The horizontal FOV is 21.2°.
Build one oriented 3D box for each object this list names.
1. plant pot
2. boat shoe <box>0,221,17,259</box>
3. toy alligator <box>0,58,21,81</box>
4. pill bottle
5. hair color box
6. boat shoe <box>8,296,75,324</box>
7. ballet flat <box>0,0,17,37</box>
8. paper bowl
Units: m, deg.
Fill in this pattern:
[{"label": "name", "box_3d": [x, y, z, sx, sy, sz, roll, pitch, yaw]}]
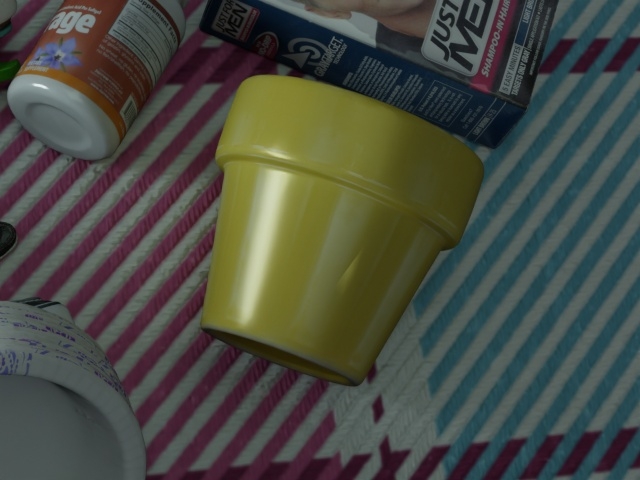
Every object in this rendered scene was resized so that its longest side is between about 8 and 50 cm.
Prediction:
[{"label": "plant pot", "box_3d": [0.000, 0.000, 1.624, 0.254, 0.254, 0.239, 22, 81, -7]}, {"label": "boat shoe", "box_3d": [-0.348, 0.004, 1.622, 0.125, 0.038, 0.046, -11, 73, -20]}, {"label": "toy alligator", "box_3d": [-0.384, -0.142, 1.665, 0.189, 0.056, 0.051, -27, 37, -22]}, {"label": "pill bottle", "box_3d": [-0.210, -0.196, 1.695, 0.121, 0.121, 0.216, 29, 64, -4]}, {"label": "hair color box", "box_3d": [0.066, -0.249, 1.806, 0.347, 0.105, 0.174, 21, 64, -7]}, {"label": "boat shoe", "box_3d": [-0.378, 0.085, 1.551, 0.301, 0.108, 0.102, -15, 75, -13]}, {"label": "ballet flat", "box_3d": [-0.478, -0.201, 1.604, 0.400, 0.139, 0.139, -26, 78, -27]}, {"label": "paper bowl", "box_3d": [-0.301, 0.178, 1.457, 0.284, 0.284, 0.148, -8, 31, -19]}]
